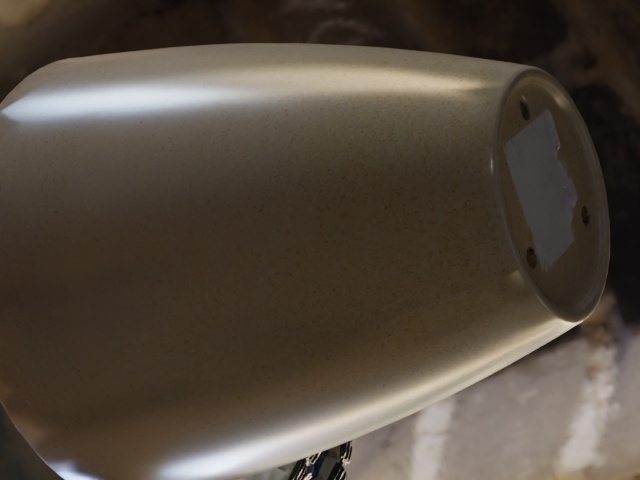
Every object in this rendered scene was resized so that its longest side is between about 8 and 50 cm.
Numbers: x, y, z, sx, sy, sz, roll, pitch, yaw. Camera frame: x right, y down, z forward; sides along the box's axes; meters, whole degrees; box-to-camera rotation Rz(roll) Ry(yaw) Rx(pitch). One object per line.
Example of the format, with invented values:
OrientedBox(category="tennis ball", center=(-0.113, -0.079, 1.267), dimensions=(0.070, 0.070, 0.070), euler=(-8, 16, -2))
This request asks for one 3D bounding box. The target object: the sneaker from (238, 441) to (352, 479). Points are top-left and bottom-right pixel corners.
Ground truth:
OrientedBox(category="sneaker", center=(-0.104, 0.185, 1.050), dimensions=(0.147, 0.330, 0.130), euler=(16, 123, 21))

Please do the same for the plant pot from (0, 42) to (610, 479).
OrientedBox(category="plant pot", center=(0.000, 0.000, 0.858), dimensions=(0.274, 0.256, 0.257), euler=(-11, 98, 33))
